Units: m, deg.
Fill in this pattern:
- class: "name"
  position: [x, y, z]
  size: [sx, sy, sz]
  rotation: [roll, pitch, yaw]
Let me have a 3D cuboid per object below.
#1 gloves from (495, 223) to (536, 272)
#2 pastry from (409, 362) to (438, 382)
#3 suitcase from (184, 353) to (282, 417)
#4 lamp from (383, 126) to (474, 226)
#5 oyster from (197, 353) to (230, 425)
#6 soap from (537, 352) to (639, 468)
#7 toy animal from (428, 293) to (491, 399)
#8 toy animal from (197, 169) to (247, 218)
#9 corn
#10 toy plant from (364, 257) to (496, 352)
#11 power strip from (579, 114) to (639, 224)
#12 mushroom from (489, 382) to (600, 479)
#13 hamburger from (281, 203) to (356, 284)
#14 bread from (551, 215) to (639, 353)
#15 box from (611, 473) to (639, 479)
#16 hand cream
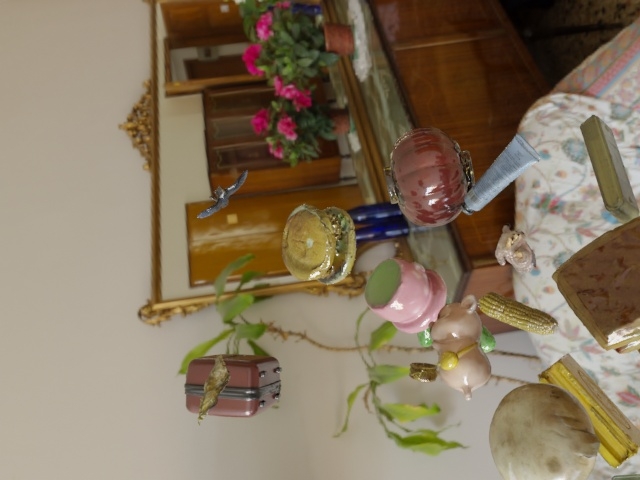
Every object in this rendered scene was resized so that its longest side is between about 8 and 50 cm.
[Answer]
- class: "gloves"
  position: [0.534, 0.032, 1.591]
  size: [0.144, 0.094, 0.110]
  rotation: [52, -136, -20]
- class: "pastry"
  position: [0.354, 0.451, 1.989]
  size: [0.109, 0.097, 0.057]
  rotation: [10, -97, -57]
- class: "suitcase"
  position: [-0.252, 0.422, 1.708]
  size: [0.297, 0.237, 0.161]
  rotation: [38, -127, -78]
- class: "lamp"
  position: [0.325, -0.190, 1.742]
  size: [0.303, 0.257, 0.302]
  rotation: [-12, -90, -81]
- class: "oyster"
  position: [-0.238, 0.341, 1.288]
  size: [0.146, 0.045, 0.122]
  rotation: [-58, 23, 0]
- class: "soap"
  position: [0.807, 0.500, 1.733]
  size: [0.324, 0.096, 0.204]
  rotation: [52, -157, 22]
- class: "toy animal"
  position: [0.355, 0.278, 1.477]
  size: [0.165, 0.150, 0.247]
  rotation: [85, -173, -64]
- class: "toy animal"
  position: [-0.306, -0.139, 1.806]
  size: [0.062, 0.220, 0.108]
  rotation: [46, 156, -8]
- class: "corn"
  position: [0.715, 0.265, 2.098]
  size: [0.292, 0.101, 0.101]
  rotation: [18, 125, 42]
- class: "toy plant"
  position: [0.321, 0.206, 1.763]
  size: [0.356, 0.210, 0.317]
  rotation: [36, -176, -29]
- class: "power strip"
  position: [0.762, -0.207, 1.549]
  size: [0.066, 0.092, 0.387]
  rotation: [-33, 37, 40]
- class: "mushroom"
  position: [0.477, 0.430, 1.238]
  size: [0.184, 0.255, 0.254]
  rotation: [35, -160, -26]
- class: "hamburger"
  position: [0.000, 0.000, 1.254]
  size: [0.177, 0.114, 0.185]
  rotation: [-44, 53, 47]
- class: "bread"
  position: [0.720, 0.101, 1.274]
  size: [0.167, 0.325, 0.277]
  rotation: [45, -161, -36]
- class: "box"
  position: [0.897, 0.714, 1.641]
  size: [0.069, 0.122, 0.084]
  rotation: [44, -138, -37]
- class: "hand cream"
  position: [0.452, -0.157, 1.492]
  size: [0.088, 0.055, 0.256]
  rotation: [57, 138, 20]
